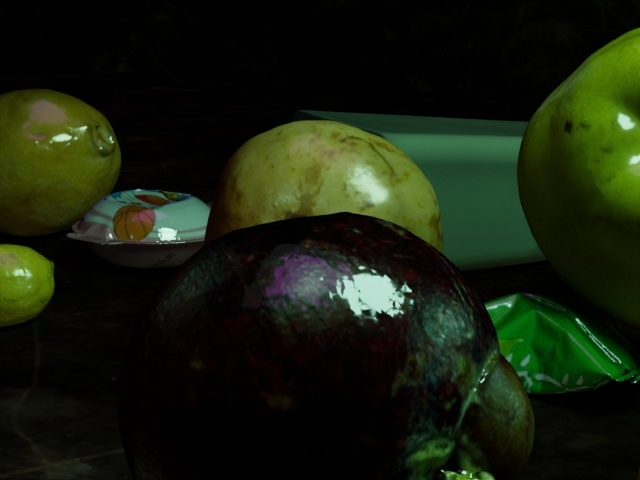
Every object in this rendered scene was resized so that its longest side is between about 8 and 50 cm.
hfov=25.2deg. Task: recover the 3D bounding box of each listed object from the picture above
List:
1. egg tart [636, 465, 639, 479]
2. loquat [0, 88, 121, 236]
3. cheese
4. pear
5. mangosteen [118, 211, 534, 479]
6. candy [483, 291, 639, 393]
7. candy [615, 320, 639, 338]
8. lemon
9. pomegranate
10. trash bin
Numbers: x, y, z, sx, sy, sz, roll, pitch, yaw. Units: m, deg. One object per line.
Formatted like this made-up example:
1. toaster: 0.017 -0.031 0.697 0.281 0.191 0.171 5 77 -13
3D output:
1. egg tart: 0.264 0.131 0.803 0.147 0.203 0.202 17 15 6
2. loquat: -0.351 -0.091 1.739 0.234 0.176 0.187 -14 -35 23
3. cheese: -0.167 -0.020 1.648 0.189 0.074 0.286 12 17 37
4. pear: 0.313 -0.048 1.222 0.294 0.294 0.294 0 13 0
5. mangosteen: 0.021 0.115 0.816 0.231 0.231 0.289 -12 44 -42
6. candy: 0.187 0.084 1.205 0.203 0.078 0.141 13 18 26
7. candy: 0.330 0.066 1.352 0.103 0.043 0.103 -2 13 0
8. lemon: -0.308 0.043 1.357 0.110 0.082 0.082 -5 13 -5
9. pomegranate: 0.000 0.000 1.253 0.215 0.215 0.215 0 13 0
10. trash bin: 0.157 -0.055 1.640 0.343 0.158 0.223 -1 13 -31
